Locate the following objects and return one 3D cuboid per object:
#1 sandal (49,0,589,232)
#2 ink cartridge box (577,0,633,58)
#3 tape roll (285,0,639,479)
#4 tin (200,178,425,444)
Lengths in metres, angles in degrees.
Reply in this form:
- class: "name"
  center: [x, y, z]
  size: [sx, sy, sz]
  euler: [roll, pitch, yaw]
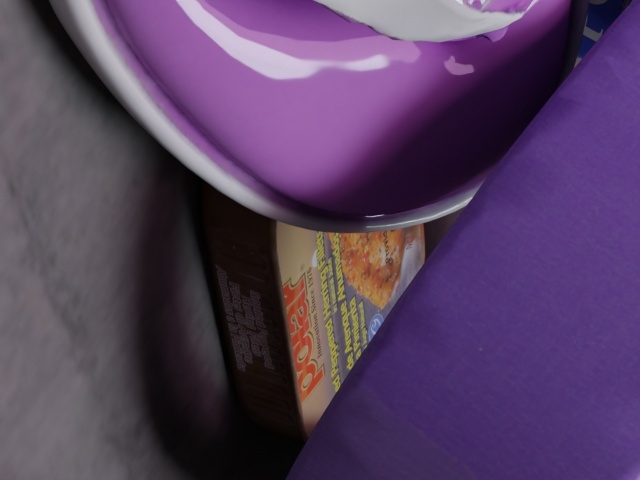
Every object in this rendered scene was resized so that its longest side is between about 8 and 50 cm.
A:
- class: "sandal"
  center: [0.002, -0.128, 0.356]
  size: [0.169, 0.102, 0.416]
  euler: [-27, 138, -9]
- class: "ink cartridge box"
  center: [0.093, -0.179, 0.598]
  size: [0.046, 0.097, 0.207]
  euler: [-23, 126, -61]
- class: "tape roll"
  center: [0.098, 0.027, 0.578]
  size: [0.275, 0.090, 0.275]
  euler: [-51, 170, -12]
- class: "tin"
  center: [0.000, 0.000, 0.590]
  size: [0.189, 0.040, 0.106]
  euler: [83, 29, -43]
